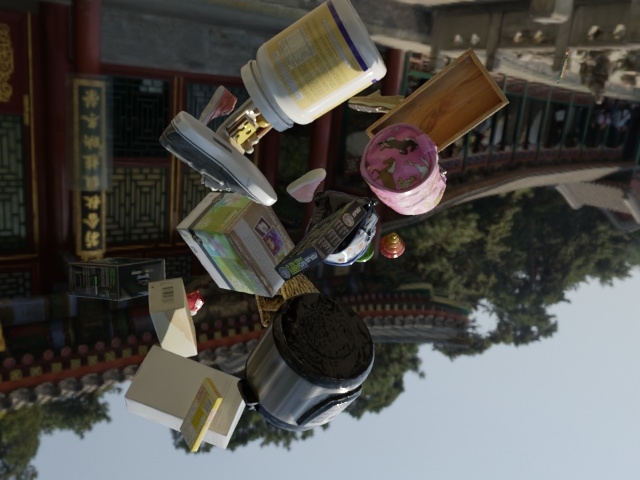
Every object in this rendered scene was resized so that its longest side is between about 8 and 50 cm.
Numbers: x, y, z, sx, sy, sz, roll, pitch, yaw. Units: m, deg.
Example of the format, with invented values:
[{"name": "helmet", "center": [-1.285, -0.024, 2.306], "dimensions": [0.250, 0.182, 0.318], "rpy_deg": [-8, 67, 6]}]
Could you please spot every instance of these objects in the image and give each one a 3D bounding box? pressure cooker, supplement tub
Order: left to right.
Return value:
[{"name": "pressure cooker", "center": [-0.055, 0.428, 1.930], "dimensions": [0.369, 0.420, 0.376], "rpy_deg": [28, -142, -8]}, {"name": "supplement tub", "center": [-0.019, -0.462, 1.516], "dimensions": [0.331, 0.241, 0.241], "rpy_deg": [-28, -174, 15]}]

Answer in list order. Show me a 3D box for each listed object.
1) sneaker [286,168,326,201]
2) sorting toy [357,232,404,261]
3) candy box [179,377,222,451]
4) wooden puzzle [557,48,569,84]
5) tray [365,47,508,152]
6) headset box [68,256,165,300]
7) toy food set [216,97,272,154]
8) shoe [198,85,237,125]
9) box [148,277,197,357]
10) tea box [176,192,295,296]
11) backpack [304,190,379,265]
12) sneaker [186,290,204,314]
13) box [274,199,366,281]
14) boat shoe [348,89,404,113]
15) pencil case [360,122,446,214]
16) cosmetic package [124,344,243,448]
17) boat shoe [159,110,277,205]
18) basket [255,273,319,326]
[{"name": "sneaker", "center": [-0.028, -0.160, 1.689], "dimensions": [0.134, 0.070, 0.051], "rpy_deg": [-27, -144, 22]}, {"name": "sorting toy", "center": [0.208, 0.013, 2.587], "dimensions": [0.365, 0.127, 0.126], "rpy_deg": [-6, 153, -2]}, {"name": "candy box", "center": [-0.379, 0.550, 1.799], "dimensions": [0.027, 0.206, 0.105], "rpy_deg": [17, -165, -39]}, {"name": "wooden puzzle", "center": [0.574, -0.408, 1.344], "dimensions": [0.006, 0.083, 0.049], "rpy_deg": [20, -140, 24]}, {"name": "tray", "center": [0.370, -0.405, 1.840], "dimensions": [0.411, 0.203, 0.076], "rpy_deg": [-35, -171, 25]}, {"name": "headset box", "center": [-0.768, 0.140, 2.178], "dimensions": [0.283, 0.131, 0.246], "rpy_deg": [1, -175, 26]}, {"name": "toy food set", "center": [-0.206, -0.403, 1.999], "dimensions": [0.092, 0.306, 0.219], "rpy_deg": [50, -174, 19]}, {"name": "shoe", "center": [-0.383, -0.484, 2.126], "dimensions": [0.081, 0.178, 0.063], "rpy_deg": [35, 167, -31]}, {"name": "box", "center": [-0.542, 0.295, 2.097], "dimensions": [0.121, 0.311, 0.148], "rpy_deg": [-9, -130, -10]}, {"name": "tea box", "center": [-0.303, 0.011, 2.152], "dimensions": [0.323, 0.329, 0.220], "rpy_deg": [4, -134, 42]}, {"name": "backpack", "center": [0.072, -0.037, 2.171], "dimensions": [0.276, 0.213, 0.263], "rpy_deg": [13, -120, 37]}, {"name": "sneaker", "center": [-0.655, 0.265, 2.704], "dimensions": [0.221, 0.128, 0.087], "rpy_deg": [27, -153, -38]}, {"name": "box", "center": [0.000, 0.000, 1.782], "dimensions": [0.216, 0.060, 0.270], "rpy_deg": [-30, -167, 46]}, {"name": "boat shoe", "center": [0.190, -0.476, 1.933], "dimensions": [0.189, 0.072, 0.068], "rpy_deg": [7, 180, 2]}, {"name": "pencil case", "center": [0.207, -0.157, 1.358], "dimensions": [0.160, 0.167, 0.386], "rpy_deg": [27, -176, 16]}, {"name": "cosmetic package", "center": [-0.467, 0.552, 2.013], "dimensions": [0.384, 0.156, 0.217], "rpy_deg": [21, -128, 5]}, {"name": "boat shoe", "center": [-0.236, -0.166, 1.327], "dimensions": [0.301, 0.102, 0.108], "rpy_deg": [38, -161, -27]}, {"name": "basket", "center": [-0.194, 0.251, 2.577], "dimensions": [0.223, 0.213, 0.299], "rpy_deg": [-51, -158, -24]}]
